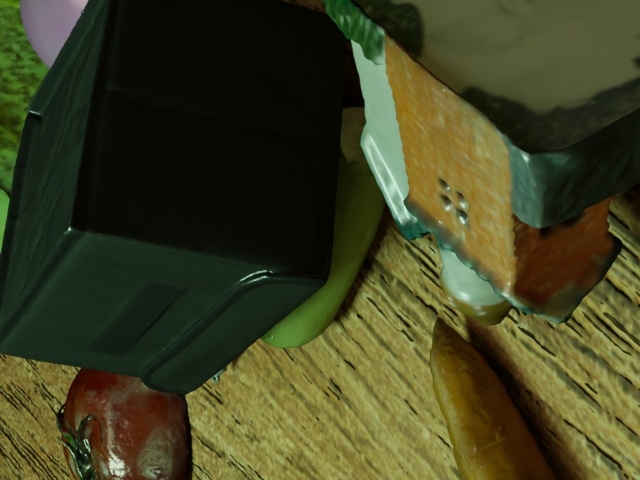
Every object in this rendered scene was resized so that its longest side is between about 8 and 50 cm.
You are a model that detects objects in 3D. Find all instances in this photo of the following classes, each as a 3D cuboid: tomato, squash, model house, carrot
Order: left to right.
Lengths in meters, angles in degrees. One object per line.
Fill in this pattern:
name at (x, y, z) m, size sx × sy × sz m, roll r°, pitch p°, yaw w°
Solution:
tomato at (-0.227, 0.227, 1.903) m, size 0.228 × 0.101 × 0.228 m, roll 28°, pitch 124°, yaw 53°
squash at (0.000, 0.000, 1.484) m, size 0.083 × 0.083 × 0.250 m, roll 59°, pitch 140°, yaw 34°
carrot at (0.125, 0.143, 1.322) m, size 0.072 × 0.072 × 0.205 m, roll -59°, pitch 46°, yaw 47°
model house at (0.140, -0.067, 1.183) m, size 0.271 × 0.190 × 0.301 m, roll 46°, pitch 155°, yaw 38°

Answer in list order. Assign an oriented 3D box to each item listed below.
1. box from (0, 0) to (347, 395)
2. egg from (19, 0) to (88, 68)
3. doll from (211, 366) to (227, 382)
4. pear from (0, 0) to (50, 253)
box at (-0.137, -0.043, 1.474) m, size 0.345 × 0.204 × 0.251 m, roll 137°, pitch 142°, yaw -60°
egg at (-0.185, -0.226, 1.627) m, size 0.271 × 0.196 × 0.196 m, roll -35°, pitch 67°, yaw 57°
doll at (-0.095, 0.089, 1.704) m, size 0.057 × 0.039 × 0.114 m, roll 14°, pitch 105°, yaw 12°
pear at (-0.336, -0.074, 1.896) m, size 0.342 × 0.238 × 0.318 m, roll 44°, pitch 147°, yaw 24°
